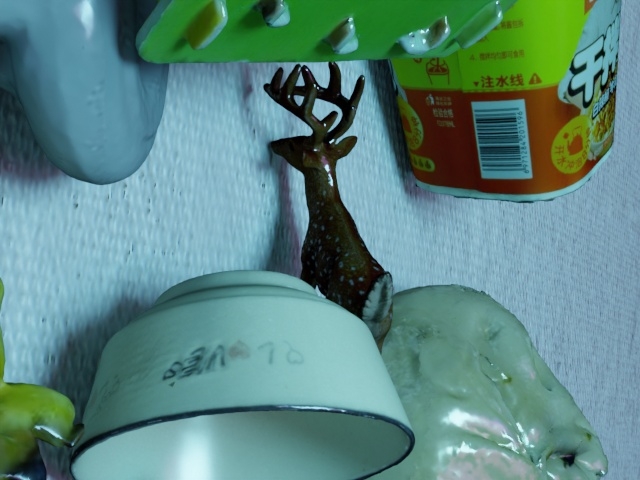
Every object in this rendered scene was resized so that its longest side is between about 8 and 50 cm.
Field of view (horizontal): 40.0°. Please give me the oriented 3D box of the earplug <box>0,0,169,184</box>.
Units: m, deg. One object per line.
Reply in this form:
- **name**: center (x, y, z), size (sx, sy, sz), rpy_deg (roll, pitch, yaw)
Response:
- **earplug**: center (-0.187, -0.149, 0.509), size (0.325, 0.175, 0.214), rpy_deg (13, 77, -61)

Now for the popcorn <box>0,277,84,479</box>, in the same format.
- **popcorn**: center (-0.226, 0.067, 0.471), size (0.195, 0.173, 0.168), rpy_deg (42, 36, -33)

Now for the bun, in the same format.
- **bun**: center (0.143, 0.223, 0.873), size (0.326, 0.234, 0.362), rpy_deg (2, 82, -47)

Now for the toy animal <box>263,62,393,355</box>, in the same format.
- **toy animal**: center (0.017, -0.002, 0.756), size (0.087, 0.243, 0.260), rpy_deg (-7, 125, -26)

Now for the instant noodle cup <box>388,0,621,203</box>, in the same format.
- **instant noodle cup**: center (0.190, -0.219, 0.923), size (0.294, 0.293, 0.308), rpy_deg (-38, 126, -46)

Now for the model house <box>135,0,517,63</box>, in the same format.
- **model house**: center (-0.039, -0.266, 0.588), size (0.300, 0.340, 0.324), rpy_deg (-12, 72, -43)

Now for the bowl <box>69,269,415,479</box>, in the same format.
- **bowl**: center (-0.056, 0.103, 0.631), size (0.237, 0.237, 0.126), rpy_deg (30, 46, -48)
